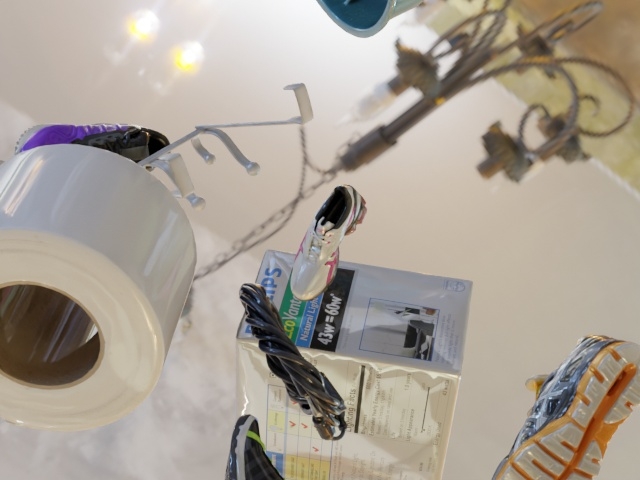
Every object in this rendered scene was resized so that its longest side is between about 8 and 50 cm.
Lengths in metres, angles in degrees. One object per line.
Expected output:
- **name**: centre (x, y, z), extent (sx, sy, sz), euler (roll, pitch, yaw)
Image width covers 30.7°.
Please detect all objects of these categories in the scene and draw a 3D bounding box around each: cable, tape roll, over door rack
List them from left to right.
- **tape roll**: centre (-0.259, 0.047, 1.171), extent (0.246, 0.246, 0.169), euler (40, -152, -17)
- **over door rack**: centre (-0.172, -0.095, 1.631), extent (0.239, 0.324, 0.108), euler (-35, -78, -31)
- **cable**: centre (-0.039, 0.109, 1.140), extent (0.184, 0.047, 0.150), euler (54, 178, 38)

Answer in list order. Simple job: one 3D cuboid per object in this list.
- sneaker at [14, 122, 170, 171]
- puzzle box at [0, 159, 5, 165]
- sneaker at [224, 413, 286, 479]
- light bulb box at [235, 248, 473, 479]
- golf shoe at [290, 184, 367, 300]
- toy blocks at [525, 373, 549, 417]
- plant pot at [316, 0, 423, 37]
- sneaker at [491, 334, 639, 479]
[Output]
- **sneaker**: centre (-0.338, -0.135, 1.799), extent (0.293, 0.146, 0.102), euler (-25, -65, -59)
- **puzzle box**: centre (-0.504, -0.016, 1.654), extent (0.052, 0.409, 0.272), euler (-50, -40, -35)
- **sneaker**: centre (-0.077, 0.338, 1.551), extent (0.097, 0.084, 0.234), euler (5, -136, -8)
- **light bulb box**: centre (0.052, 0.237, 1.983), extent (0.361, 0.357, 0.225), euler (9, -139, 6)
- **golf shoe**: centre (0.000, 0.000, 1.736), extent (0.186, 0.067, 0.086), euler (-64, -25, -6)
- **toy blocks**: centre (0.358, 0.272, 1.673), extent (0.123, 0.054, 0.148), euler (8, -124, -7)
- **plant pot**: centre (0.155, -0.506, 1.674), extent (0.334, 0.341, 0.341), euler (-23, -101, -18)
- **sneaker**: centre (0.235, 0.182, 1.134), extent (0.084, 0.215, 0.083), euler (39, -179, -21)
